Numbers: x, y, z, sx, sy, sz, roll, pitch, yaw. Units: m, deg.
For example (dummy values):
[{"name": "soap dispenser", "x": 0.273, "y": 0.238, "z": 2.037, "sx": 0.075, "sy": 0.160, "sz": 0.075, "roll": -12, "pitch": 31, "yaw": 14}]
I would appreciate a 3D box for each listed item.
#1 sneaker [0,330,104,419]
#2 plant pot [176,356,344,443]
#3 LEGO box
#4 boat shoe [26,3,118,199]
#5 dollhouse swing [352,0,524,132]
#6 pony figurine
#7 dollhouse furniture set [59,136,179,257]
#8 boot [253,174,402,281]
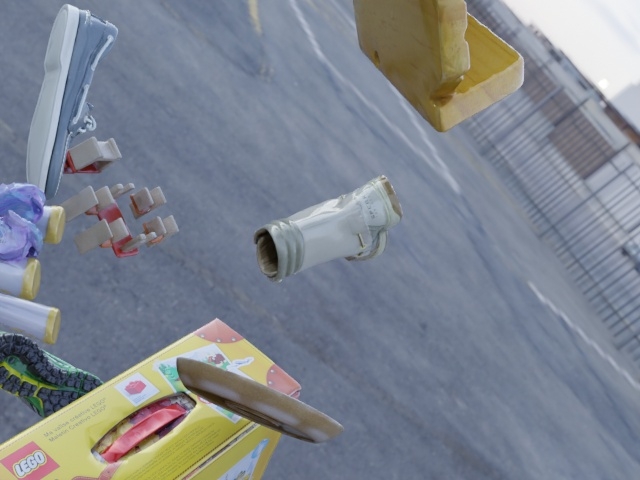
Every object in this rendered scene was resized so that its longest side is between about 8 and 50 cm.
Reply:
[{"name": "sneaker", "x": -0.559, "y": 0.280, "z": 1.886, "sx": 0.146, "sy": 0.134, "sz": 0.343, "roll": 16, "pitch": -28, "yaw": 48}, {"name": "plant pot", "x": -0.084, "y": 0.213, "z": 1.209, "sx": 0.236, "sy": 0.032, "sz": 0.236, "roll": 22, "pitch": -16, "yaw": 7}, {"name": "LEGO box", "x": -0.292, "y": 0.390, "z": 1.357, "sx": 0.193, "sy": 0.372, "sz": 0.500, "roll": 36, "pitch": 35, "yaw": 19}, {"name": "boat shoe", "x": -0.400, "y": -0.213, "z": 1.509, "sx": 0.099, "sy": 0.319, "sz": 0.116, "roll": 10, "pitch": 3, "yaw": -34}, {"name": "dollhouse swing", "x": 0.183, "y": -0.343, "z": 0.874, "sx": 0.315, "sy": 0.305, "sz": 0.346, "roll": -120, "pitch": -163, "yaw": -53}, {"name": "pony figurine", "x": -0.441, "y": -0.008, "z": 0.892, "sx": 0.364, "sy": 0.302, "sz": 0.351, "roll": 10, "pitch": -20, "yaw": -6}, {"name": "dollhouse furniture set", "x": -0.468, "y": -0.082, "z": 2.027, "sx": 0.259, "sy": 0.135, "sz": 0.262, "roll": 65, "pitch": 22, "yaw": 7}, {"name": "boot", "x": 0.000, "y": 0.000, "z": 1.127, "sx": 0.077, "sy": 0.165, "sz": 0.213, "roll": 64, "pitch": -13, "yaw": 11}]
